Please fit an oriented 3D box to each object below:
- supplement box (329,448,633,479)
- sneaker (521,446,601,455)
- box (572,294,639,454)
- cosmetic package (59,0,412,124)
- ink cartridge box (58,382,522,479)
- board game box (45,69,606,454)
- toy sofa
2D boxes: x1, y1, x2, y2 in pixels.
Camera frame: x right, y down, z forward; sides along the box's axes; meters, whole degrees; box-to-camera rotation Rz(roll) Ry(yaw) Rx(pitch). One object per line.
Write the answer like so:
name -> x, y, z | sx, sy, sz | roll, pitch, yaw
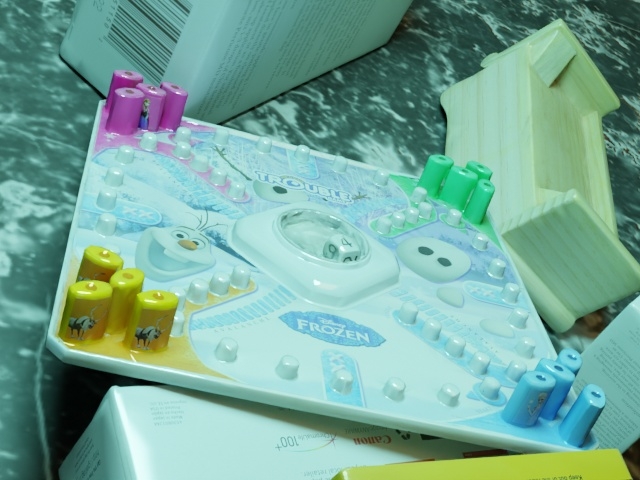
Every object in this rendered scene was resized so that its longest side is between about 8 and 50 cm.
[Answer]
supplement box -> 0.086, 0.227, 0.531 | 0.191, 0.129, 0.194 | 4, 52, -32
sneaker -> 0.188, 0.170, 0.903 | 0.121, 0.112, 0.299 | -20, 63, -44
box -> 0.301, 0.120, 0.980 | 0.091, 0.170, 0.130 | 45, 41, 16
cosmetic package -> -0.043, -0.295, 1.129 | 0.161, 0.230, 0.453 | 42, 40, 12
ink cartridge box -> 0.010, 0.237, 0.698 | 0.309, 0.130, 0.272 | 2, 53, -32
board game box -> 0.002, -0.003, 0.839 | 0.390, 0.050, 0.390 | 13, 29, -14
toy sofa -> 0.245, -0.073, 1.184 | 0.150, 0.177, 0.362 | 44, 33, -27
